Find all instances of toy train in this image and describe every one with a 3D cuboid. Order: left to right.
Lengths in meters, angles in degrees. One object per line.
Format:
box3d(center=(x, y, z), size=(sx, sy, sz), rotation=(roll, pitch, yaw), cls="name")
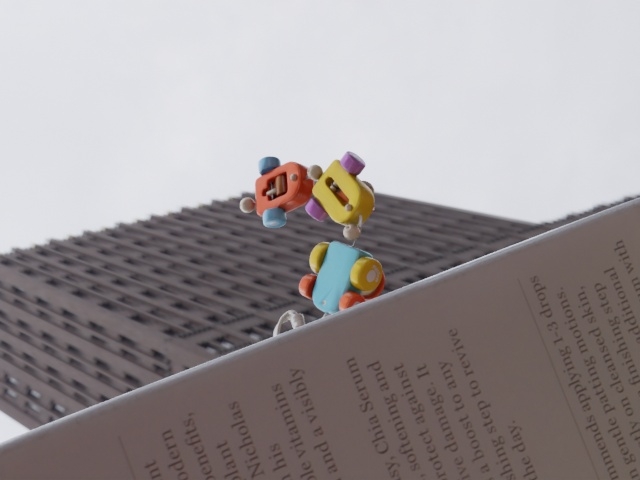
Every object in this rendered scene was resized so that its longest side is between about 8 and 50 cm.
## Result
box3d(center=(0.000, 0.000, 0.987), size=(0.046, 0.125, 0.166), rotation=(19, -128, -44), cls="toy train")

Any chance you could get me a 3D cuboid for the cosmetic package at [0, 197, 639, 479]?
box3d(center=(0.011, 0.159, 0.673), size=(0.453, 0.161, 0.230), rotation=(-19, -95, -23), cls="cosmetic package")
